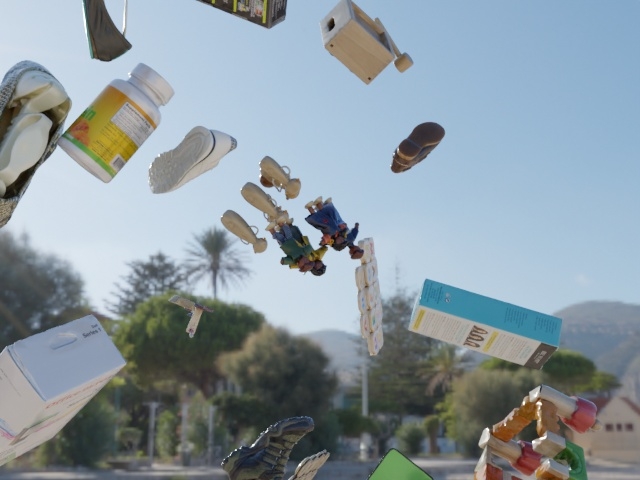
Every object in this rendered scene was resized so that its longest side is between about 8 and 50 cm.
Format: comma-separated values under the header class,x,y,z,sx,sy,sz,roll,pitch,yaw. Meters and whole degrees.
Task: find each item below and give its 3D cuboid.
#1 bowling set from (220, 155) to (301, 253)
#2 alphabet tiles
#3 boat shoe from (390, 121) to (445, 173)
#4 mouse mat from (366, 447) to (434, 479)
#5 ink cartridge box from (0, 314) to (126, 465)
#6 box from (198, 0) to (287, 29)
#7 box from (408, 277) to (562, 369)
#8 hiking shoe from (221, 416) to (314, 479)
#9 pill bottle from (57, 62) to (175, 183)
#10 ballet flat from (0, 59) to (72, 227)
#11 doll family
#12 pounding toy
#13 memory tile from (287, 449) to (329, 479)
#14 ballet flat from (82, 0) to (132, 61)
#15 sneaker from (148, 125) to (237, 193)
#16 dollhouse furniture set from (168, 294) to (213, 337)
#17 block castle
class,x,y,z,sx,sy,sz,roll,pitch,yaw
bowling set,-0.124,-0.124,2.111,0.154,0.200,0.287,40,-53,-1
alphabet tiles,0.128,0.136,1.928,0.021,0.284,0.278,-5,3,14
boat shoe,0.242,-0.237,1.960,0.207,0.073,0.073,-35,-21,-41
mouse mat,0.184,0.647,1.978,0.152,0.190,0.007,40,-8,-7
ink cartridge box,-0.506,0.274,1.358,0.278,0.117,0.201,-43,-10,28
box,-0.154,-0.535,1.351,0.216,0.060,0.270,25,-45,19
box,0.284,0.146,1.345,0.244,0.060,0.100,17,-32,4
hiking shoe,-0.096,0.467,1.653,0.227,0.114,0.086,-35,-23,9
pill bottle,-0.426,-0.254,1.636,0.136,0.246,0.136,36,-11,8
ballet flat,-0.613,-0.231,1.616,0.182,0.483,0.164,-26,-49,35
doll family,0.000,0.000,1.216,0.193,0.111,0.076,-32,-12,-32
pounding toy,0.097,-0.405,1.626,0.206,0.181,0.094,35,-62,-28
memory tile,-0.035,0.412,1.331,0.012,0.113,0.148,38,2,19
ballet flat,-0.423,-0.484,1.467,0.096,0.281,0.095,-15,14,-11
sneaker,-0.280,-0.162,1.658,0.235,0.090,0.094,-26,-15,35
dollhouse furniture set,-0.341,0.183,1.880,0.091,0.081,0.114,11,-14,43
block castle,0.533,0.597,1.802,0.212,0.453,0.303,27,-54,-10
